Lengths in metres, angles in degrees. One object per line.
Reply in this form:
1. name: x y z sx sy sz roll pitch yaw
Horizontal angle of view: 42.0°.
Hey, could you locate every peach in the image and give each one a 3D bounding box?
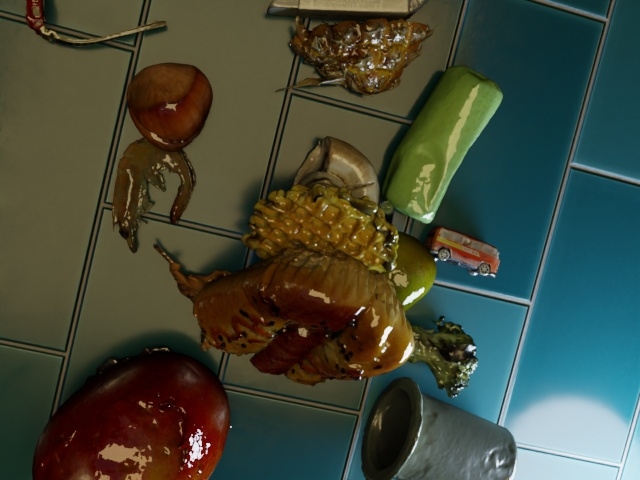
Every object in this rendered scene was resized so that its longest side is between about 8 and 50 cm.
1. peach: -0.365 0.417 1.719 0.339 0.353 0.416 57 45 -17

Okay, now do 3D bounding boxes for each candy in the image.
1. candy: 0.257 -0.211 1.799 0.142 0.132 0.344 28 91 -19

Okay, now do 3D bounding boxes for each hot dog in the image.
1. hot dog: -0.013 0.162 1.643 0.367 0.365 0.196 33 51 -30

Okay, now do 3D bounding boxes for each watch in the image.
1. watch: -0.463 -0.483 1.688 0.268 0.102 0.165 -15 97 -15

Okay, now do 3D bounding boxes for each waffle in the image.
1. waffle: 0.010 -0.001 1.641 0.329 0.062 0.329 8 138 7

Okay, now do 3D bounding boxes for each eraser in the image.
1. eraser: 0.064 -0.502 1.758 0.351 0.089 0.061 0 93 -8

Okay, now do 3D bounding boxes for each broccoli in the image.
1. broccoli: 0.197 0.229 1.845 0.303 0.165 0.146 22 100 3

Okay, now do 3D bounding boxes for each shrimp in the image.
1. shrimp: -0.351 -0.097 1.764 0.173 0.058 0.253 1 94 -17

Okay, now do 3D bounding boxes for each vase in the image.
1. vase: 0.267 0.463 1.840 0.291 0.245 0.245 25 92 -18

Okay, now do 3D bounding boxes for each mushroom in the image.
1. mushroom: 0.033 -0.076 1.750 0.188 0.195 0.254 23 95 -13

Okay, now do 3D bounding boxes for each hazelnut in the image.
1. hazelnut: -0.310 -0.276 1.697 0.182 0.182 0.182 -1 97 -8

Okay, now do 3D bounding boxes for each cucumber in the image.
1. cucumber: 0.143 -0.052 1.803 0.032 0.133 0.032 -1 76 3

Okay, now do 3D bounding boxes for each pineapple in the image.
1. pineapple: 0.084 -0.383 1.741 0.334 0.161 0.159 1 98 -11

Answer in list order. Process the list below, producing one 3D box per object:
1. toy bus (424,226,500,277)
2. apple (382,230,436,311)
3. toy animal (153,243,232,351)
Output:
1. toy bus: 0.318 0.026 1.865 0.174 0.079 0.077 19 84 -10
2. apple: 0.150 0.069 1.784 0.196 0.196 0.157 -44 95 -2
3. toy animal: -0.267 0.101 1.785 0.255 0.116 0.114 53 44 -7
